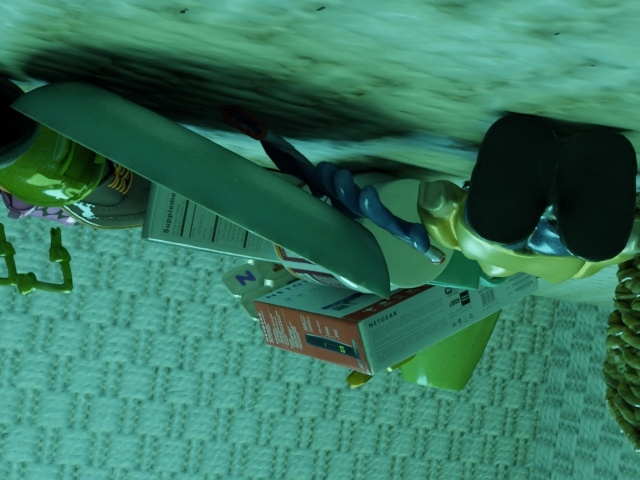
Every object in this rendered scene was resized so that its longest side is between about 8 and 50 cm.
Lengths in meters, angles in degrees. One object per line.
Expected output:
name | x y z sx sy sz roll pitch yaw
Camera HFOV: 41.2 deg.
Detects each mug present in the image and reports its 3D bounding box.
mug | 0.136 0.002 1.004 0.129 0.097 0.158 6 176 43

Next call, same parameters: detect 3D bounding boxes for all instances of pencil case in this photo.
pencil case | -0.460 -0.073 1.459 0.095 0.098 0.209 9 177 15

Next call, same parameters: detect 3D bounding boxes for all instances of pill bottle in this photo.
pill bottle | 0.039 -0.009 0.874 0.121 0.121 0.221 11 177 -23

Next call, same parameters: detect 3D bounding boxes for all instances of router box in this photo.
router box | 0.112 0.085 1.331 0.335 0.082 0.301 -22 -166 -30

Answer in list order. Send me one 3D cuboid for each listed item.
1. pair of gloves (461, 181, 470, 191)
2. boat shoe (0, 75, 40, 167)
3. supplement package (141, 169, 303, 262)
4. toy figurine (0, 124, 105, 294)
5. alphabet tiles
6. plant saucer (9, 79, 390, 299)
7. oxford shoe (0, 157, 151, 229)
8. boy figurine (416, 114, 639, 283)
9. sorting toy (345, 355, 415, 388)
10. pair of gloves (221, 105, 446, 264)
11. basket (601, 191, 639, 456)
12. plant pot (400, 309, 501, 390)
pair of gloves | 0.178 -0.044 0.823 0.083 0.010 0.074 10 177 1
boat shoe | -0.267 -0.094 0.548 0.095 0.112 0.335 -7 -176 -4
supplement package | -0.110 -0.035 1.000 0.179 0.105 0.105 11 177 -16
toy figurine | -0.407 -0.064 0.766 0.362 0.191 0.217 7 171 26
alphabet tiles | -0.020 0.074 1.503 0.278 0.021 0.284 -25 -121 -32
plant saucer | -0.080 -0.044 0.658 0.317 0.043 0.317 28 180 0
oxford shoe | -0.264 -0.068 1.027 0.098 0.097 0.271 0 171 38
boy figurine | 0.162 -0.017 0.646 0.177 0.092 0.285 10 178 8
sorting toy | 0.156 0.139 1.399 0.229 0.041 0.307 -29 -178 28
pair of gloves | 0.014 -0.035 0.649 0.198 0.023 0.159 35 180 36
basket | 0.344 0.072 0.567 0.223 0.213 0.299 10 177 0
plant pot | 0.270 0.172 1.876 0.275 0.293 0.275 10 177 1
